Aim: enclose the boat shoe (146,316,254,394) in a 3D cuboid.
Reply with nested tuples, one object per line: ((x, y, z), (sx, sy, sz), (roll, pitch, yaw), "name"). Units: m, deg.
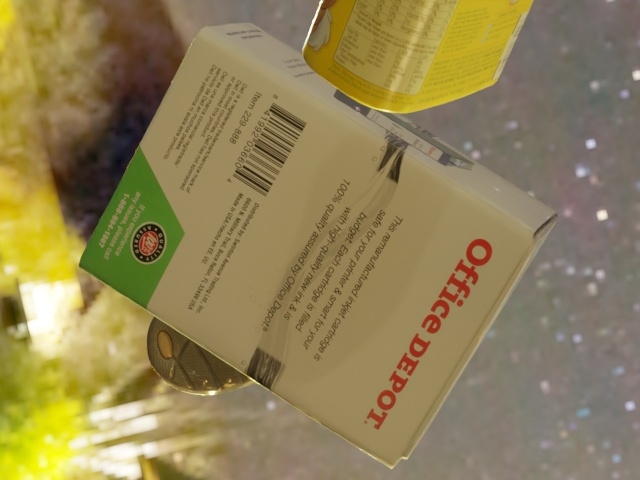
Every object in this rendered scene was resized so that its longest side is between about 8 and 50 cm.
((0.001, 0.066, 1.589), (0.116, 0.324, 0.123), (132, -49, -79), "boat shoe")

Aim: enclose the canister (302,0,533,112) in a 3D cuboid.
((0.067, -0.150, 0.798), (0.073, 0.126, 0.170), (36, -58, 23), "canister")

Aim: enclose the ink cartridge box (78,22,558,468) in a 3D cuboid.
((0.000, 0.000, 1.308), (0.211, 0.289, 0.121), (-60, 170, 16), "ink cartridge box")
